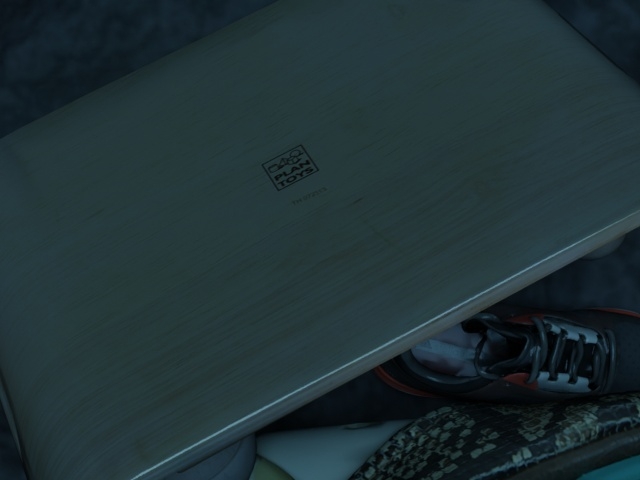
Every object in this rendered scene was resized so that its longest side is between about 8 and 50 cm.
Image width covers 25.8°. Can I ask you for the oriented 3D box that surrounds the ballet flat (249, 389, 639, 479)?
[{"bbox_3d":[-0.027,0.179,0.554,0.483,0.164,0.182,-35,43,-25],"label":"ballet flat"}]

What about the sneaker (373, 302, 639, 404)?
[{"bbox_3d":[0.100,0.057,0.634,0.158,0.065,0.061,3,84,-2],"label":"sneaker"}]

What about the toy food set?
[{"bbox_3d":[0.000,0.000,0.590,0.306,0.092,0.219,-27,43,-6],"label":"toy food set"}]
